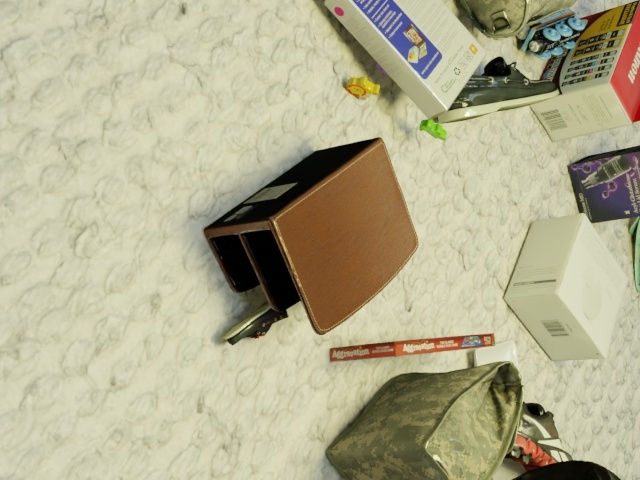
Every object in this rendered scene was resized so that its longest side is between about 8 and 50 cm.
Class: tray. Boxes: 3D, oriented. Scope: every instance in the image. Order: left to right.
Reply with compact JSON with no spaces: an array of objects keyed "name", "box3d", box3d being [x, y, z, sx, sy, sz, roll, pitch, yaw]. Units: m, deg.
[{"name":"tray","box3d":[0.358,0.341,1.955,0.145,0.030,0.270,-6,87,-46]}]

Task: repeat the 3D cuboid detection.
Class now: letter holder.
[{"name":"letter holder","box3d":[0.000,0.000,1.559,0.302,0.152,0.214,-39,113,-43]}]

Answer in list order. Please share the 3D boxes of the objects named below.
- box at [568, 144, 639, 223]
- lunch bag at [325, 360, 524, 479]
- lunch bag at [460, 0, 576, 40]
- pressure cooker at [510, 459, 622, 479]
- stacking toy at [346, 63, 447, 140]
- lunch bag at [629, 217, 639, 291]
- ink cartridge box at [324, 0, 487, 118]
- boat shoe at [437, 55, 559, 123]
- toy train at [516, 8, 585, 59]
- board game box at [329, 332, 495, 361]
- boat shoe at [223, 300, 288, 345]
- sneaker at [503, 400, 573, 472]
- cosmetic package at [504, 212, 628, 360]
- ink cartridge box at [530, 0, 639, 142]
[{"name":"box","box3d":[0.704,-0.132,2.274,0.108,0.207,0.153,-23,99,-46]},{"name":"lunch bag","box3d":[0.192,0.316,1.636,0.287,0.235,0.169,-42,107,-41]},{"name":"lunch bag","box3d":[0.417,-0.575,2.053,0.305,0.212,0.256,-31,104,-44]},{"name":"pressure cooker","box3d":[0.457,0.654,1.731,0.375,0.370,0.420,-33,97,-4]},{"name":"stacking toy","box3d":[0.159,-0.303,1.823,0.221,0.052,0.167,28,64,-25]},{"name":"lunch bag","box3d":[0.905,-0.005,2.499,0.223,0.160,0.262,-9,95,-46]},{"name":"ink cartridge box","box3d":[0.133,-0.410,1.762,0.371,0.069,0.175,47,58,-17]},{"name":"boat shoe","box3d":[0.362,-0.320,2.011,0.340,0.127,0.113,-16,94,-32]},{"name":"toy train","box3d":[0.518,-0.475,2.224,0.184,0.080,0.105,-27,61,-36]},{"name":"board game box","box3d":[0.164,0.185,1.697,0.281,0.145,0.027,2,79,-46]},{"name":"boat shoe","box3d":[-0.096,0.129,1.505,0.133,0.049,0.042,-32,98,-49]},{"name":"sneaker","box3d":[0.432,0.397,1.927,0.276,0.098,0.135,35,61,-36]},{"name":"cosmetic package","box3d":[0.531,0.102,2.101,0.224,0.138,0.224,49,53,-29]},{"name":"ink cartridge box","box3d":[0.661,-0.395,2.232,0.130,0.272,0.309,50,50,-28]}]
